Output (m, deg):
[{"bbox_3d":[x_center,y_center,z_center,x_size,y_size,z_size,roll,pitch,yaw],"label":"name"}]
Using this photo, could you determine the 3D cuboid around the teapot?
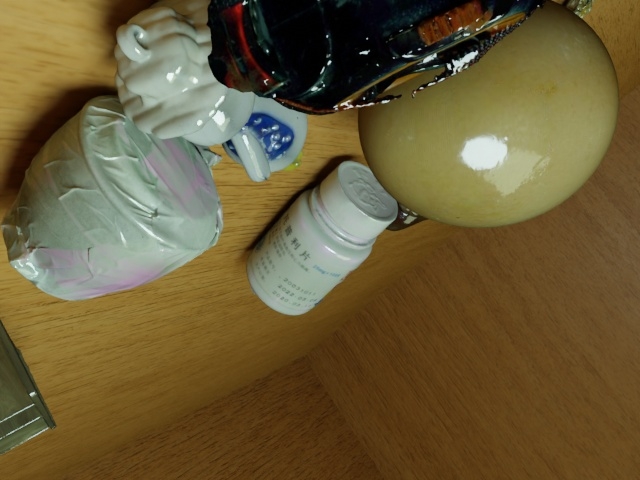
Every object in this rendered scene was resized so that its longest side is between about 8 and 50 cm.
[{"bbox_3d":[-0.206,-0.046,0.536,0.178,0.221,0.163,-30,128,19],"label":"teapot"}]

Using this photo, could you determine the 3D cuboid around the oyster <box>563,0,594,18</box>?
[{"bbox_3d":[0.433,-0.392,0.990,0.122,0.045,0.146,-37,173,-8],"label":"oyster"}]

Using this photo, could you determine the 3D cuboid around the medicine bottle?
[{"bbox_3d":[0.000,0.000,1.008,0.170,0.170,0.293,-16,157,-52],"label":"medicine bottle"}]

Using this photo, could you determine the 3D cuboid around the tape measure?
[{"bbox_3d":[0.048,-0.170,0.404,0.223,0.135,0.202,-19,-170,18],"label":"tape measure"}]

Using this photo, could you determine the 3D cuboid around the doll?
[{"bbox_3d":[-0.084,-0.132,0.515,0.119,0.138,0.293,-5,172,21],"label":"doll"}]

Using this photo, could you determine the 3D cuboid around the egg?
[{"bbox_3d":[0.216,-0.167,0.719,0.374,0.301,0.301,-10,152,-44],"label":"egg"}]

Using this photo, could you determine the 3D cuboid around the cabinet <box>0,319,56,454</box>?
[{"bbox_3d":[-0.461,0.210,0.693,0.175,0.148,0.215,-27,164,-30],"label":"cabinet"}]

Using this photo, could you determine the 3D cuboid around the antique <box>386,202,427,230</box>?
[{"bbox_3d":[0.246,-0.096,1.355,0.257,0.121,0.143,-24,168,-36],"label":"antique"}]
